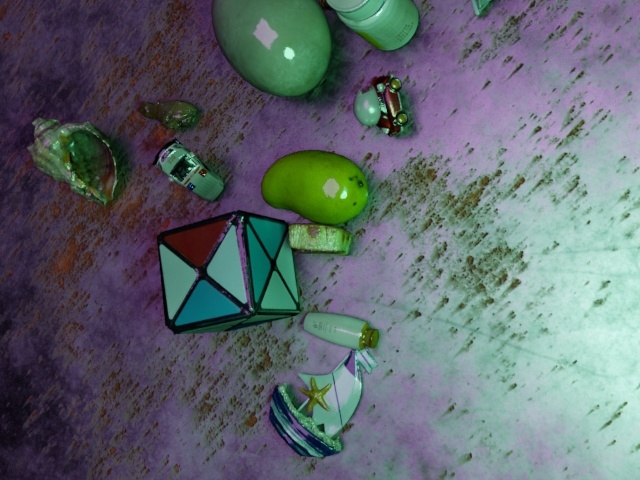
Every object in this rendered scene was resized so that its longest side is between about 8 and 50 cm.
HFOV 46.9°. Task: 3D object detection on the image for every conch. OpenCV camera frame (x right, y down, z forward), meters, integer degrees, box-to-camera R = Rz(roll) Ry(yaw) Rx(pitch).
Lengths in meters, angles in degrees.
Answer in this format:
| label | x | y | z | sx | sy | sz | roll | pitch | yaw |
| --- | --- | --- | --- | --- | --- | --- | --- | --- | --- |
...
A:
| label | x | y | z | sx | sy | sz | roll | pitch | yaw |
| --- | --- | --- | --- | --- | --- | --- | --- | --- | --- |
| conch | -0.670 | -0.236 | 2.049 | 0.210 | 0.159 | 0.291 | -39 | 110 | 8 |

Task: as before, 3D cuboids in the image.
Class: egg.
| label | x | y | z | sx | sy | sz | roll | pitch | yaw |
| --- | --- | --- | --- | --- | --- | --- | --- | --- | --- |
| egg | -0.117 | -0.500 | 1.758 | 0.258 | 0.258 | 0.352 | -44 | 71 | 15 |

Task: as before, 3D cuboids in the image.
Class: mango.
| label | x | y | z | sx | sy | sz | roll | pitch | yaw |
| --- | --- | --- | --- | --- | --- | --- | --- | --- | --- |
| mango | -0.018 | -0.128 | 1.751 | 0.293 | 0.143 | 0.175 | 9 | 96 | 35 |

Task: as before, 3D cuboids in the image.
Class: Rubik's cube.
| label | x | y | z | sx | sy | sz | roll | pitch | yaw |
| --- | --- | --- | --- | --- | --- | --- | --- | --- | --- |
| Rubik's cube | -0.214 | 0.082 | 1.760 | 0.250 | 0.246 | 0.249 | -14 | 81 | 23 |

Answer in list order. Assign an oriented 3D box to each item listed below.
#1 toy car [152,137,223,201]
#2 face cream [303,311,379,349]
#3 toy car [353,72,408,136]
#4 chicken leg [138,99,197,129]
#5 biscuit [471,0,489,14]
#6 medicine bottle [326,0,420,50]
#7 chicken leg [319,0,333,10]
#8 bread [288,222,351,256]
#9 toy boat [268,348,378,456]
| label | x | y | z | sx | sy | sz | roll | pitch | yaw |
| --- | --- | --- | --- | --- | --- | --- | --- | --- | --- |
| toy car | -0.329 | -0.172 | 1.853 | 0.089 | 0.209 | 0.108 | -46 | 67 | 2 |
| face cream | 0.048 | 0.212 | 1.737 | 0.182 | 0.051 | 0.072 | 11 | 89 | 26 |
| toy car | 0.131 | -0.304 | 1.695 | 0.112 | 0.112 | 0.139 | -14 | 89 | -11 |
| chicken leg | -0.421 | -0.345 | 1.989 | 0.197 | 0.069 | 0.085 | 15 | 91 | 32 |
| biscuit | 0.453 | -0.638 | 1.607 | 0.309 | 0.079 | 0.186 | -22 | 79 | 21 |
| medicine bottle | 0.116 | -0.529 | 1.652 | 0.143 | 0.258 | 0.144 | -2 | 85 | 25 |
| chicken leg | 0.064 | -0.680 | 1.752 | 0.177 | 0.083 | 0.323 | -16 | 51 | 39 |
| bread | 0.000 | 0.000 | 1.737 | 0.140 | 0.128 | 0.069 | 2 | 85 | 18 |
| toy boat | 0.020 | 0.369 | 1.748 | 0.291 | 0.067 | 0.220 | -46 | 70 | 3 |
